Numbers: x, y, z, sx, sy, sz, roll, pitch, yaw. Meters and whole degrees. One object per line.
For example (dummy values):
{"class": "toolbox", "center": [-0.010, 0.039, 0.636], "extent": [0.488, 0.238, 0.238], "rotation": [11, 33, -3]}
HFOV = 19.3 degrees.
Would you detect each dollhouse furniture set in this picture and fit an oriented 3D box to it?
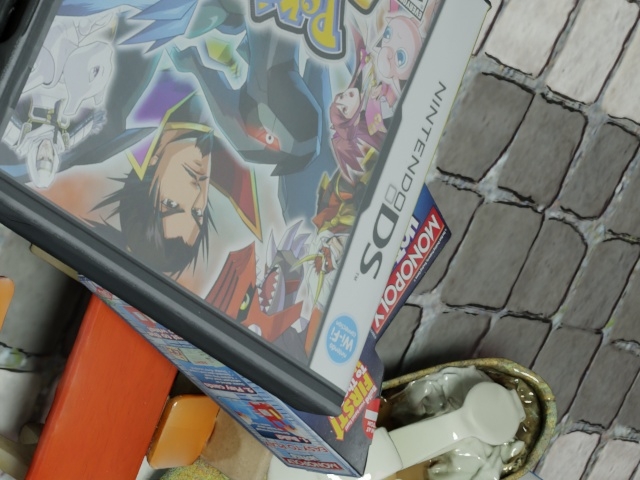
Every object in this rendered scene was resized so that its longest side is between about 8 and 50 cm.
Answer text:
{"class": "dollhouse furniture set", "center": [-0.133, 0.132, 1.031], "extent": [0.262, 0.135, 0.259], "rotation": [3, 113, -50]}

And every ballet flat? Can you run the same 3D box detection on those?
{"class": "ballet flat", "center": [0.035, 0.145, 1.242], "extent": [0.348, 0.123, 0.123], "rotation": [-13, 124, -47]}

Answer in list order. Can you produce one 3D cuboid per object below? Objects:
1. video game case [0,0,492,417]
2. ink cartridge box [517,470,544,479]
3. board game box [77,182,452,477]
{"class": "video game case", "center": [-0.037, -0.079, 0.908], "extent": [0.275, 0.035, 0.248], "rotation": [37, 68, -44]}
{"class": "ink cartridge box", "center": [0.110, 0.241, 1.426], "extent": [0.090, 0.092, 0.143], "rotation": [-12, 123, -44]}
{"class": "board game box", "center": [-0.013, 0.025, 1.021], "extent": [0.194, 0.060, 0.194], "rotation": [-52, 129, -33]}
